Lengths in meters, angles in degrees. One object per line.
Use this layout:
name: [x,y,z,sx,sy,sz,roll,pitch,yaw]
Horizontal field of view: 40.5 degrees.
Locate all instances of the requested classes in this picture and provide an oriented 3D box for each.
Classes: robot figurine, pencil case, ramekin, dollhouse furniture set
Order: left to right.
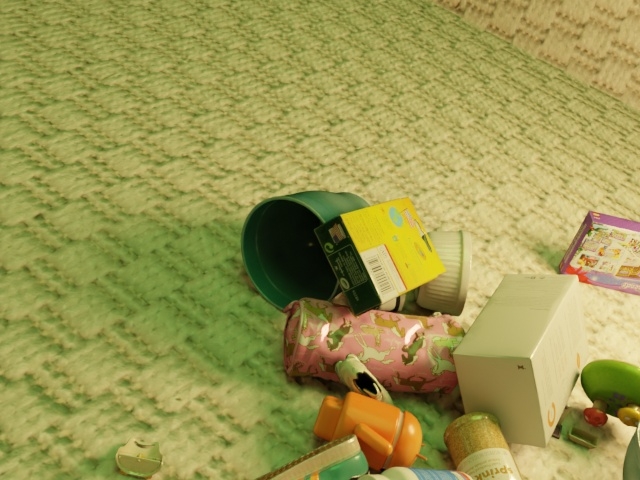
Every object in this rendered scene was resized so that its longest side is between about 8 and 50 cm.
pencil case: [0.109,0.222,1.834,0.386,0.160,0.167,8,32,-11]
robot figurine: [0.099,0.371,1.663,0.220,0.158,0.128,19,53,2]
ramekin: [0.288,0.072,2.066,0.109,0.207,0.207,7,37,0]
dollhouse furniture set: [0.557,0.383,1.867,0.114,0.081,0.091,25,37,10]

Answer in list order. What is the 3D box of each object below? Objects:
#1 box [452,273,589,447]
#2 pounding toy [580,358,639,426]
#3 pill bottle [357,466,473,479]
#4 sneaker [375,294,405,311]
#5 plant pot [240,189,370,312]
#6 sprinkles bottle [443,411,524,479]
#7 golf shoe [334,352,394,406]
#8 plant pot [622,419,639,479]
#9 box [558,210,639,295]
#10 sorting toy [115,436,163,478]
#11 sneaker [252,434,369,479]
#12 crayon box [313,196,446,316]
box: [0.437,0.243,1.849,0.168,0.215,0.345,0,25,33]
pounding toy: [0.652,0.364,1.842,0.237,0.183,0.110,36,59,-6]
pill bottle: [0.167,0.464,1.530,0.222,0.124,0.124,15,33,-34]
sneaker: [0.135,0.077,2.097,0.095,0.090,0.235,-3,39,-10]
plant pot: [0.000,0.000,2.002,0.272,0.271,0.255,34,33,21]
sprinkles bottle: [0.333,0.491,1.608,0.121,0.121,0.355,4,38,-17]
golf shoe: [0.098,0.306,1.728,0.069,0.176,0.086,-44,24,-8]
plant pot: [0.717,0.492,1.696,0.293,0.196,0.293,11,38,-9]
box: [0.814,0.042,2.310,0.293,0.200,0.057,13,38,-6]
sorting toy: [-0.321,0.383,1.555,0.083,0.044,0.075,13,30,-5]
sneaker: [-0.045,0.454,1.513,0.302,0.108,0.121,-22,85,-19]
crayon box: [0.137,0.026,1.864,0.319,0.081,0.202,-16,79,-55]
